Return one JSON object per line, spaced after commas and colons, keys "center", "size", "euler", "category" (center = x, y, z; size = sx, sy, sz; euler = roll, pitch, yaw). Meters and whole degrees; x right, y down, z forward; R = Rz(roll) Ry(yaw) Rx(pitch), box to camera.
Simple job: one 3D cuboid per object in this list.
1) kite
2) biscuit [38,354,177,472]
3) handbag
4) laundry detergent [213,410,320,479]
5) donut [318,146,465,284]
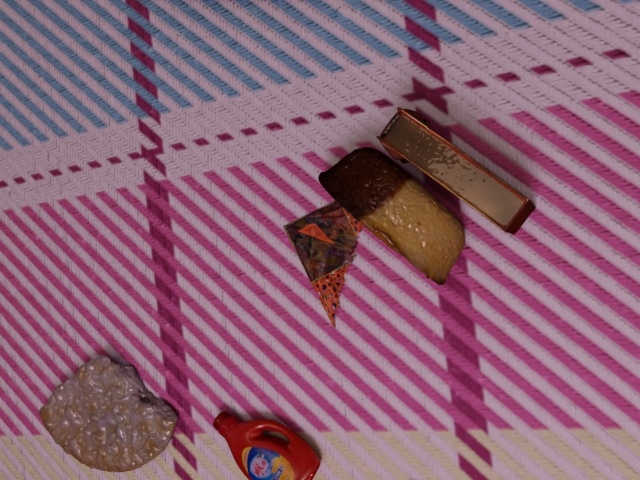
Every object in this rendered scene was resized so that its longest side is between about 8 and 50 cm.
{"center": [0.000, 0.000, 0.927], "size": [0.125, 0.008, 0.222], "euler": [20, 98, 24], "category": "kite"}
{"center": [-0.342, 0.275, 1.051], "size": [0.265, 0.040, 0.188], "euler": [4, 92, 21], "category": "biscuit"}
{"center": [0.165, -0.082, 0.792], "size": [0.190, 0.127, 0.063], "euler": [40, 103, 17], "category": "handbag"}
{"center": [-0.084, 0.297, 0.939], "size": [0.165, 0.049, 0.097], "euler": [33, 95, 20], "category": "laundry detergent"}
{"center": [0.094, -0.041, 0.821], "size": [0.217, 0.141, 0.085], "euler": [42, 96, 9], "category": "donut"}
